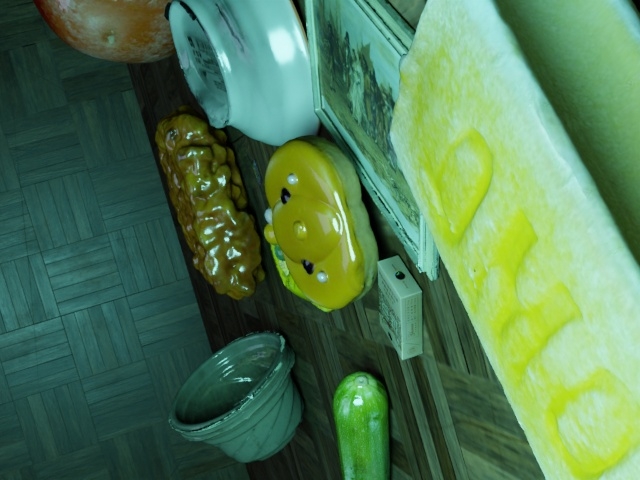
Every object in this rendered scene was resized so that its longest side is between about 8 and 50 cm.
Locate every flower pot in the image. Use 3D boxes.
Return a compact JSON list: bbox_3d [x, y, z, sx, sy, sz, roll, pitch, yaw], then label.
[{"bbox_3d":[-0.118,0.268,1.607,0.140,0.235,0.235,53,175,-23],"label":"flower pot"}]

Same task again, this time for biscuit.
[{"bbox_3d":[-0.013,-0.014,0.944,0.170,0.050,0.170,36,136,46],"label":"biscuit"},{"bbox_3d":[-0.186,-0.068,1.639,0.312,0.111,0.318,-148,43,-74],"label":"biscuit"}]

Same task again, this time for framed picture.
[{"bbox_3d":[0.037,-0.124,0.832,0.274,0.017,0.217,-120,19,-46],"label":"framed picture"}]

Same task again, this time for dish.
[{"bbox_3d":[-0.100,-0.203,1.060,0.260,0.085,0.260,53,160,29],"label":"dish"}]

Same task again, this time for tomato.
[{"bbox_3d":[-0.281,-0.373,1.344,0.265,0.265,0.264,163,90,-77],"label":"tomato"}]

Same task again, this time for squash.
[{"bbox_3d":[0.050,0.234,1.131,0.229,0.066,0.066,84,164,-44],"label":"squash"}]

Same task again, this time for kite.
[{"bbox_3d":[-0.099,-0.112,1.452,0.044,0.002,0.078,94,155,-57],"label":"kite"}]

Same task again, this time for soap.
[{"bbox_3d":[0.129,0.016,0.464,0.173,0.089,0.274,102,148,-63],"label":"soap"}]

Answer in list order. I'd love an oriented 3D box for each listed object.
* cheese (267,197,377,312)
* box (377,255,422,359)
[{"bbox_3d":[0.000,0.000,1.044,0.250,0.064,0.156,-17,91,68],"label":"cheese"},{"bbox_3d":[0.073,0.062,0.900,0.053,0.024,0.083,-121,20,-47],"label":"box"}]
